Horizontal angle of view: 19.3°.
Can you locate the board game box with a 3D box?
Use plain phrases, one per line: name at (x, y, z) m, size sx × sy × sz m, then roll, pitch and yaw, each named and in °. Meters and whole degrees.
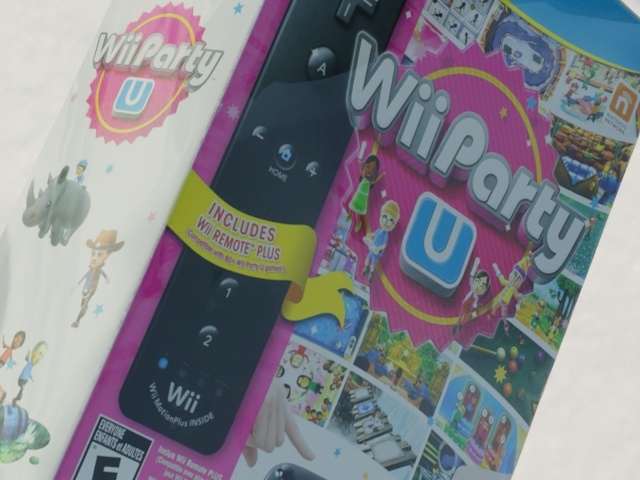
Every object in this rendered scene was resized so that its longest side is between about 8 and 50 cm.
board game box at (0.000, 0.000, 0.763) m, size 0.224 × 0.097 × 0.303 m, roll 32°, pitch 74°, yaw -40°
